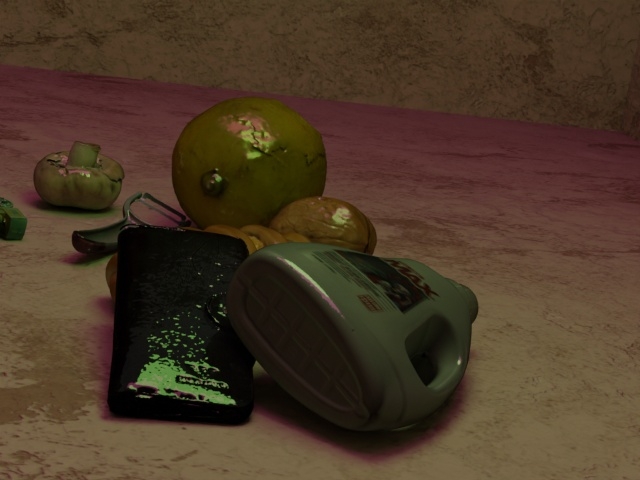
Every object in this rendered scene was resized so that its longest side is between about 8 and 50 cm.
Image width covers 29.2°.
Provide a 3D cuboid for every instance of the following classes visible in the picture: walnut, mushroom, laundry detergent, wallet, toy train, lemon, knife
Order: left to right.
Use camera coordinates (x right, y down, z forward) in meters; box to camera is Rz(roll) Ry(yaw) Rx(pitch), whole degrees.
[{"bbox_3d":[-0.514,-0.034,1.893,0.122,0.050,0.081,4,24,-40],"label":"toy train"},{"bbox_3d":[-0.418,-0.114,2.122,0.154,0.122,0.154,11,20,-4],"label":"mushroom"},{"bbox_3d":[-0.306,-0.011,1.929,0.123,0.053,0.278,26,20,14],"label":"knife"},{"bbox_3d":[-0.160,0.090,1.448,0.172,0.045,0.318,6,36,-10],"label":"wallet"},{"bbox_3d":[-0.116,-0.117,2.054,0.284,0.260,0.260,-8,21,-43],"label":"lemon"},{"bbox_3d":[0.000,0.000,1.895,0.180,0.144,0.144,12,15,27],"label":"walnut"},{"bbox_3d":[0.088,0.108,1.506,0.264,0.124,0.398,44,24,25],"label":"laundry detergent"}]

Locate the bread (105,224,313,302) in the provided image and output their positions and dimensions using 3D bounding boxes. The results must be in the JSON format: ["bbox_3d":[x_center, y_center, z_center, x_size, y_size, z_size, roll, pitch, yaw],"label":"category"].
[{"bbox_3d":[-0.133,0.042,1.680,0.311,0.121,0.173,-4,16,-30],"label":"bread"}]
